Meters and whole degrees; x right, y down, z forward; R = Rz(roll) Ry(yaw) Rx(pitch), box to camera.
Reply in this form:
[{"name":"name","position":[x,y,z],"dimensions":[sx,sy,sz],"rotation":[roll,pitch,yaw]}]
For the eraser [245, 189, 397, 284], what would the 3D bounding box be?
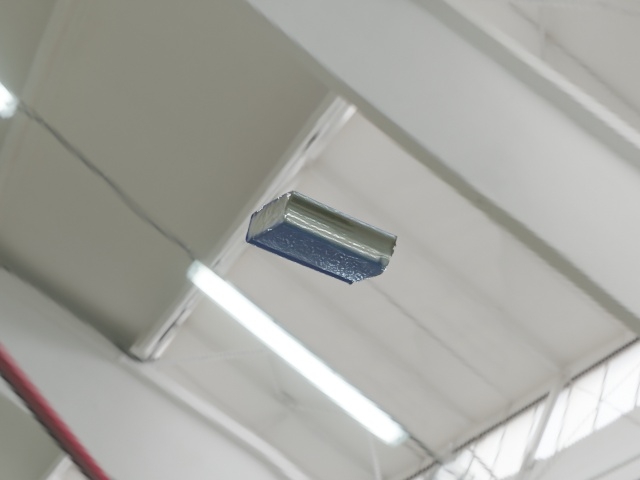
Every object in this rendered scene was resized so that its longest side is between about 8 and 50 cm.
[{"name":"eraser","position":[0.000,0.000,0.669],"dimensions":[0.085,0.027,0.063],"rotation":[23,-23,-21]}]
